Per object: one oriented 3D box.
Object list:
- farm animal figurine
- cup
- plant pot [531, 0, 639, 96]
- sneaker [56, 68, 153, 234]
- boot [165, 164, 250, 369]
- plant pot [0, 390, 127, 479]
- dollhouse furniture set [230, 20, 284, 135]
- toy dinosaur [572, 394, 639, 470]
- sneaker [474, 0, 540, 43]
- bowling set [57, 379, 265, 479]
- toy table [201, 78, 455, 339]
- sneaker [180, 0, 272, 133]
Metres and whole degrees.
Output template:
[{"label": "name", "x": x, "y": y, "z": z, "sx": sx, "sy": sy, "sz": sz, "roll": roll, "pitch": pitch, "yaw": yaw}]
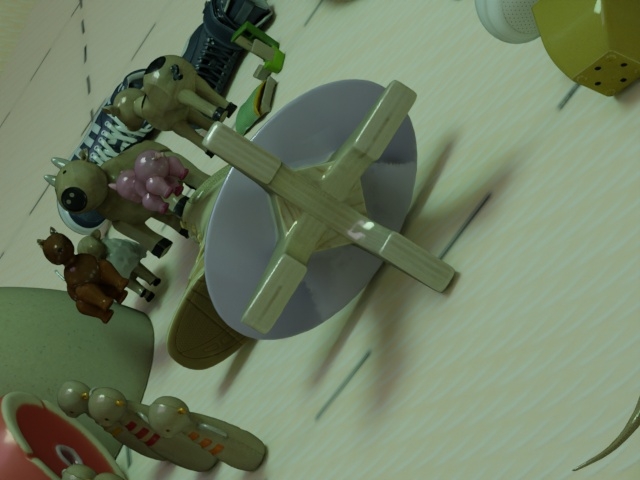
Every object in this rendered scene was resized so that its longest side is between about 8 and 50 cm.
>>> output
[{"label": "farm animal figurine", "x": -0.239, "y": -0.079, "z": 1.833, "sx": 0.330, "sy": 0.172, "sz": 0.327, "roll": -57, "pitch": -6, "yaw": 5}, {"label": "cup", "x": -0.405, "y": 0.191, "z": 1.908, "sx": 0.331, "sy": 0.237, "sz": 0.331, "roll": -45, "pitch": 28, "yaw": 32}, {"label": "plant pot", "x": 0.235, "y": -0.170, "z": 1.223, "sx": 0.081, "sy": 0.081, "sz": 0.083, "roll": -36, "pitch": 46, "yaw": 44}, {"label": "sneaker", "x": -0.318, "y": -0.149, "z": 2.301, "sx": 0.153, "sy": 0.099, "sz": 0.282, "roll": -34, "pitch": 32, "yaw": 50}, {"label": "boot", "x": -0.116, "y": 0.019, "z": 1.693, "sx": 0.262, "sy": 0.095, "sz": 0.203, "roll": -62, "pitch": 23, "yaw": -7}, {"label": "plant pot", "x": -0.365, "y": 0.324, "z": 1.680, "sx": 0.243, "sy": 0.275, "sz": 0.275, "roll": -46, "pitch": 25, "yaw": 7}, {"label": "dollhouse furniture set", "x": -0.097, "y": -0.223, "z": 1.985, "sx": 0.076, "sy": 0.058, "sz": 0.152, "roll": -36, "pitch": 33, "yaw": 45}, {"label": "toy dinosaur", "x": 0.236, "y": 0.079, "z": 0.986, "sx": 0.183, "sy": 0.053, "sz": 0.092, "roll": -64, "pitch": 7, "yaw": -26}, {"label": "sneaker", "x": 0.246, "y": -0.281, "z": 1.229, "sx": 0.293, "sy": 0.108, "sz": 0.169, "roll": -55, "pitch": 20, "yaw": 10}, {"label": "bowling set", "x": -0.200, "y": 0.254, "z": 1.519, "sx": 0.287, "sy": 0.154, "sz": 0.200, "roll": -14, "pitch": 51, "yaw": 60}, {"label": "toy table", "x": -0.001, "y": -0.027, "z": 1.371, "sx": 0.161, "sy": 0.252, "sz": 0.274, "roll": -161, "pitch": 92, "yaw": -84}, {"label": "sneaker", "x": -0.148, "y": -0.269, "z": 2.108, "sx": 0.163, "sy": 0.086, "sz": 0.226, "roll": -41, "pitch": 28, "yaw": 43}]
